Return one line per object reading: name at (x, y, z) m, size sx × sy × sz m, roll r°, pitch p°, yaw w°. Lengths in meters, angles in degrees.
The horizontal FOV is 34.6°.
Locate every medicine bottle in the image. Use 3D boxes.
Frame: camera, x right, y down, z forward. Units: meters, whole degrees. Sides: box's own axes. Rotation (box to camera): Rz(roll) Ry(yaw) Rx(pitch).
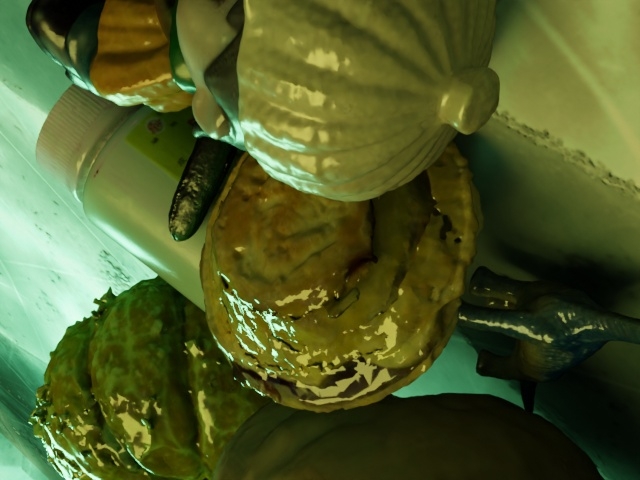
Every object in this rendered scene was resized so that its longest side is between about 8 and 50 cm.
medicine bottle at (-0.124, -0.044, 0.897) m, size 0.225 × 0.139 × 0.139 m, roll 36°, pitch 149°, yaw 11°

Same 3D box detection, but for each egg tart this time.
egg tart at (0.000, 0.000, 0.726) m, size 0.241 × 0.241 × 0.106 m, roll 21°, pitch 176°, yaw 33°

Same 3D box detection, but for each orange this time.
orange at (-0.131, 0.154, 1.034) m, size 0.301 × 0.223 × 0.300 m, roll -33°, pitch 136°, yaw 25°

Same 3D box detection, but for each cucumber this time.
cucumber at (-0.077, -0.083, 0.797) m, size 0.036 × 0.184 × 0.033 m, roll 25°, pitch -174°, yaw 23°

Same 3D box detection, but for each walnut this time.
walnut at (0.060, 0.277, 0.833) m, size 0.381 × 0.381 × 0.381 m, roll 30°, pitch 147°, yaw 22°

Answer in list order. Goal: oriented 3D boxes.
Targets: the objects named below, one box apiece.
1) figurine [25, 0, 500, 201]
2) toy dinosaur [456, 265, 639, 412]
figurine at (-0.035, -0.126, 0.660) m, size 0.204 × 0.185 × 0.332 m, roll 50°, pitch 154°, yaw -25°
toy dinosaur at (0.196, 0.083, 0.748) m, size 0.188 × 0.075 × 0.248 m, roll 17°, pitch 154°, yaw 30°
